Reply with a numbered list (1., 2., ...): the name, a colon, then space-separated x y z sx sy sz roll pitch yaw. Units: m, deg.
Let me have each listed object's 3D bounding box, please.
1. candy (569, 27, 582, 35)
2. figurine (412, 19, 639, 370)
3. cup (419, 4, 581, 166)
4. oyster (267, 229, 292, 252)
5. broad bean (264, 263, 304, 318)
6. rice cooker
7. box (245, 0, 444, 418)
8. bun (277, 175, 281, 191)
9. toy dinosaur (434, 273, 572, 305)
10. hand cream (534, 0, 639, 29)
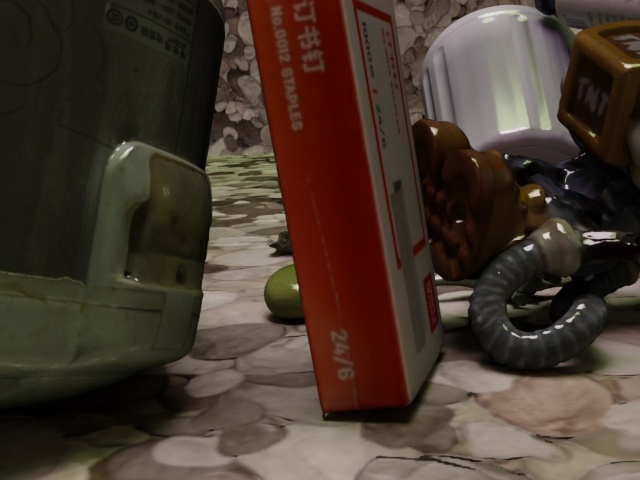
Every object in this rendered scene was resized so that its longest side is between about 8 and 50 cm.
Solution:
1. candy: 0.357 -0.133 0.920 0.185 0.295 0.295 -40 21 -13
2. figurine: 0.251 -0.053 0.573 0.382 0.186 0.261 -2 40 -18
3. cup: 0.203 -0.089 0.795 0.221 0.167 0.202 27 40 -19
4. oyster: 0.000 0.000 0.876 0.100 0.037 0.098 -21 -16 19
5. broad bean: -0.004 0.034 0.620 0.083 0.045 0.063 -17 25 -25
6. rice cooker: -0.195 -0.047 0.463 0.289 0.276 0.288 6 -5 1
7. box: 0.020 -0.035 0.449 0.050 0.229 0.123 -8 6 17
8. bun: 0.040 -0.125 1.281 0.231 0.133 0.231 -2 7 0
9. toy dinosaur: 0.132 0.031 0.622 0.181 0.037 0.058 3 -5 2
10. hand cream: 0.304 -0.189 0.690 0.095 0.059 0.276 -5 23 -44
